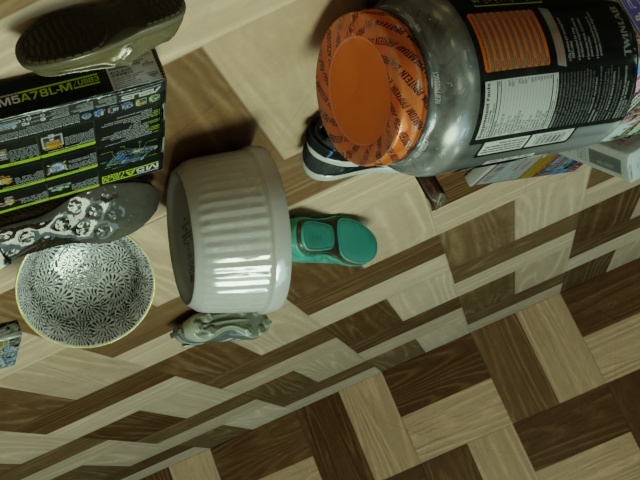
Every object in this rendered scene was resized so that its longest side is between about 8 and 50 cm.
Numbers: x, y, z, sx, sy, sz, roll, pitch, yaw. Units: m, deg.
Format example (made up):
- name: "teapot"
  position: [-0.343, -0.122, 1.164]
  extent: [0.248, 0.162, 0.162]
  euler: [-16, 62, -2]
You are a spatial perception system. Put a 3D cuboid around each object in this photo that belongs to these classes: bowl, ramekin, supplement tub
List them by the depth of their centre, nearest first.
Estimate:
- name: "supplement tub"
  position: [0.166, -0.174, 0.951]
  extent: [0.316, 0.194, 0.193]
  euler: [-11, 158, -30]
- name: "ramekin"
  position: [-0.117, -0.009, 1.076]
  extent: [0.109, 0.207, 0.207]
  euler: [-6, 157, -20]
- name: "bowl"
  position: [-0.301, 0.044, 1.143]
  extent: [0.170, 0.080, 0.170]
  euler: [-6, 114, -15]

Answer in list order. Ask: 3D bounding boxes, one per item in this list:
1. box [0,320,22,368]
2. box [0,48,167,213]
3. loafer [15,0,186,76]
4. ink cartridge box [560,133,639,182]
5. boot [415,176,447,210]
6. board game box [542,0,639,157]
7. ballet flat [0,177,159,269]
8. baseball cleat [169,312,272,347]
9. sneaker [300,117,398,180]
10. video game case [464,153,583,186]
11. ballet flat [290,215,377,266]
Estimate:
- name: "box"
  position: [-0.512, 0.170, 1.368]
  extent: [0.094, 0.027, 0.137]
  euler: [-14, 160, -30]
- name: "box"
  position: [-0.249, -0.104, 0.890]
  extent: [0.190, 0.045, 0.184]
  euler: [-18, 164, -17]
- name: "loafer"
  position: [-0.183, -0.170, 0.761]
  extent: [0.148, 0.056, 0.050]
  euler: [-19, 155, -11]
- name: "ink cartridge box"
  position: [0.464, -0.186, 1.332]
  extent: [0.232, 0.189, 0.066]
  euler: [-34, 128, -19]
- name: "boot"
  position: [0.146, -0.102, 1.254]
  extent: [0.037, 0.114, 0.106]
  euler: [-24, 162, 3]
- name: "board game box"
  position: [0.417, -0.247, 1.129]
  extent: [0.291, 0.141, 0.232]
  euler: [-15, 160, -25]
- name: "ballet flat"
  position: [-0.311, -0.023, 1.039]
  extent: [0.250, 0.058, 0.084]
  euler: [-22, 127, -22]
- name: "baseball cleat"
  position: [-0.194, 0.161, 1.694]
  extent: [0.109, 0.072, 0.206]
  euler: [-20, 163, 39]
- name: "sneaker"
  position: [0.086, -0.139, 1.135]
  extent: [0.217, 0.079, 0.121]
  euler: [-17, 162, -15]
- name: "video game case"
  position: [0.409, -0.167, 1.536]
  extent: [0.285, 0.025, 0.204]
  euler: [-9, 157, -35]
- name: "ballet flat"
  position: [0.000, 0.000, 1.455]
  extent: [0.087, 0.083, 0.247]
  euler: [-5, 173, 32]
